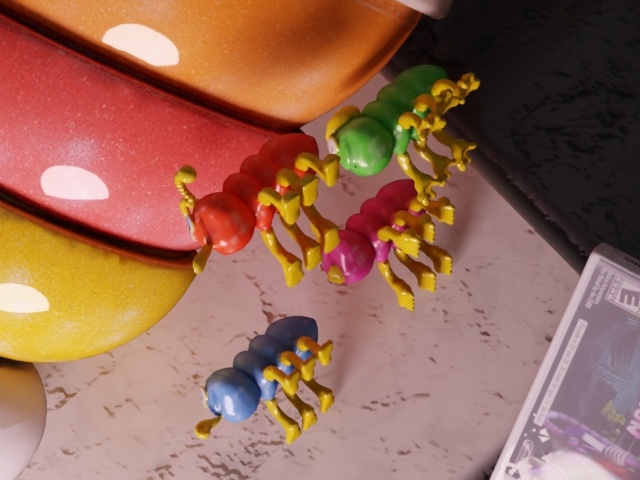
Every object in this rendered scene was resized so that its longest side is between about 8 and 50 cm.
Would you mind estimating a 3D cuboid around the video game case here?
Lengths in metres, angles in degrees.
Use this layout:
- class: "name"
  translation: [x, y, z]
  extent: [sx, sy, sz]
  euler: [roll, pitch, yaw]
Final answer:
- class: "video game case"
  translation: [0.205, 0.119, 1.175]
  extent: [0.173, 0.022, 0.190]
  euler: [28, 119, 14]

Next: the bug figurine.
- class: "bug figurine"
  translation: [0.000, 0.000, 1.183]
  extent: [0.072, 0.279, 0.216]
  euler: [40, 63, 23]

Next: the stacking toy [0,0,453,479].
- class: "stacking toy"
  translation: [-0.167, -0.050, 1.226]
  extent: [0.351, 0.350, 0.479]
  euler: [30, 98, 15]
